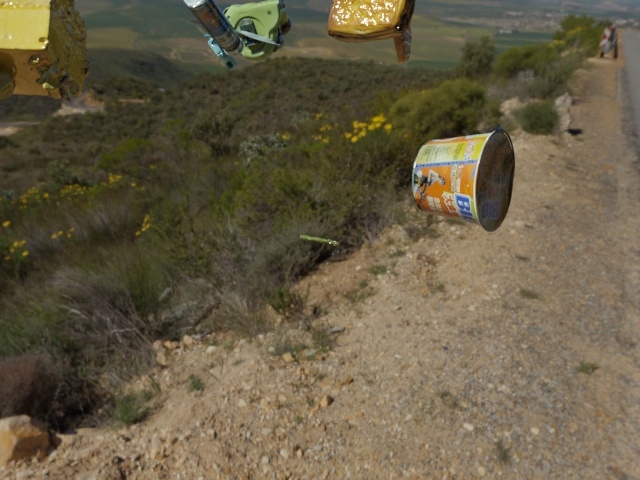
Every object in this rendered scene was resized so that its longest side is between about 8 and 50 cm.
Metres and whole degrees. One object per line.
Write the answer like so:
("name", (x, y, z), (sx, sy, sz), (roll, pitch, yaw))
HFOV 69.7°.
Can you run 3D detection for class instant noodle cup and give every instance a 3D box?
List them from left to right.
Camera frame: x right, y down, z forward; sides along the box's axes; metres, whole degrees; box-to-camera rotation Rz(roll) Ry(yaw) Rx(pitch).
("instant noodle cup", (0.418, -0.180, 1.361), (0.214, 0.296, 0.296), (9, 28, 40))

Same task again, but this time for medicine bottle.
("medicine bottle", (-0.213, -0.444, 0.941), (0.051, 0.051, 0.191), (12, -2, 12))

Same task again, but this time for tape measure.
("tape measure", (-0.200, -0.642, 1.403), (0.200, 0.175, 0.106), (0, 34, 12))

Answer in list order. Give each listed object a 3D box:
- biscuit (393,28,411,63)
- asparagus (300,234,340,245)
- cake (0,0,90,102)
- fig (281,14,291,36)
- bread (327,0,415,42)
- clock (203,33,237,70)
("biscuit", (0.240, -0.689, 1.389), (0.040, 0.204, 0.308), (-8, 45, 19))
("asparagus", (0.000, 0.000, 1.262), (0.115, 0.015, 0.014), (11, 74, 4))
("cake", (-0.724, -0.468, 1.129), (0.228, 0.285, 0.222), (-2, -9, -6))
("fig", (-0.140, -0.718, 1.504), (0.084, 0.098, 0.082), (-27, 36, -3))
("bread", (0.139, -0.623, 1.196), (0.235, 0.210, 0.099), (16, 9, 34))
("clock", (-0.353, -0.674, 1.617), (0.045, 0.147, 0.108), (-38, 74, 5))
